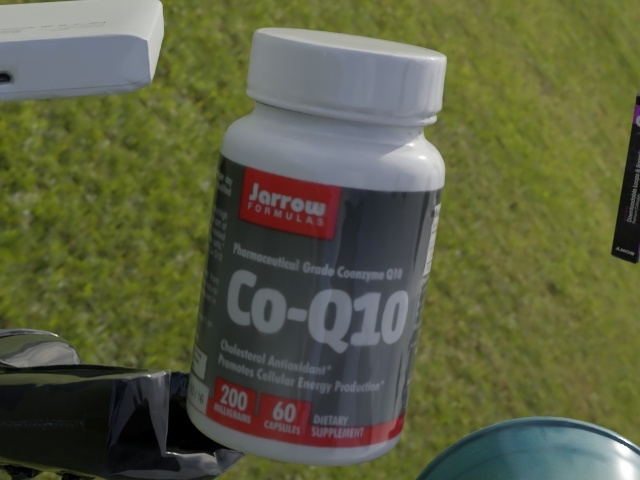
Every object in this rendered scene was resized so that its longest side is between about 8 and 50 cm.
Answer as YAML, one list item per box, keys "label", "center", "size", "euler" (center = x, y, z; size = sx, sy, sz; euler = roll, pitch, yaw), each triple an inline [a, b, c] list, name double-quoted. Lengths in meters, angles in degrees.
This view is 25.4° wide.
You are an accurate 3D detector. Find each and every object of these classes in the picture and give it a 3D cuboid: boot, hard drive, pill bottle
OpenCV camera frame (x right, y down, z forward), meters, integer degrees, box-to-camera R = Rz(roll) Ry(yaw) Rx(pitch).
- label: "boot"
  center: [-0.250, 0.166, 1.478]
  size: [0.367, 0.445, 0.146]
  euler: [-13, 95, -54]
- label: "hard drive"
  center: [-0.216, -0.137, 1.005]
  size: [0.307, 0.203, 0.040]
  euler: [-110, -164, -76]
- label: "pill bottle"
  center: [0.000, 0.000, 1.003]
  size: [0.161, 0.161, 0.283]
  euler: [-19, 119, -65]

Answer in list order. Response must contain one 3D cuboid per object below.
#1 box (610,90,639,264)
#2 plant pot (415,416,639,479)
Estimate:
- label: "box"
  center: [0.286, -0.076, 1.196]
  size: [0.116, 0.029, 0.162]
  euler: [-45, 145, -44]
- label: "plant pot"
  center: [0.194, 0.323, 1.180]
  size: [0.272, 0.271, 0.255]
  euler: [50, 14, -12]
